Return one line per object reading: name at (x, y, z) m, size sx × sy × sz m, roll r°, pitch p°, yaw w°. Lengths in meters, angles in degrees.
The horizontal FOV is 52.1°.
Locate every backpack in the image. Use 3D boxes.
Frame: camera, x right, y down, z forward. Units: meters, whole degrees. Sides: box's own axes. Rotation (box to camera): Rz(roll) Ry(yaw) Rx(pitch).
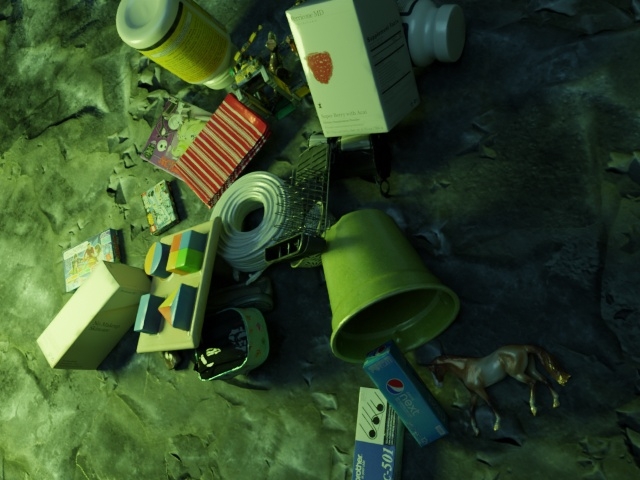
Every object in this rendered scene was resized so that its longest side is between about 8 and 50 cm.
backpack at (-0.207, 0.245, 1.577) m, size 0.188 × 0.144 × 0.165 m, roll -29°, pitch 64°, yaw 39°

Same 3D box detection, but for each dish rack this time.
dish rack at (-0.045, -0.085, 1.464) m, size 0.208 × 0.074 × 0.271 m, roll -19°, pitch 63°, yaw 60°

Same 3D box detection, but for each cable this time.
cable at (-0.168, -0.050, 1.644) m, size 0.257 × 0.089 × 0.257 m, roll -40°, pitch 52°, yaw 9°

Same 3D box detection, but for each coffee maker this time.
coffee maker at (0.065, -0.183, 1.549) m, size 0.178 × 0.120 × 0.171 m, roll -5°, pitch 76°, yaw 29°

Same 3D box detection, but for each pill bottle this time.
pill bottle at (-0.360, -0.535, 1.746) m, size 0.188 × 0.334 × 0.187 m, roll -8°, pitch 74°, yaw 27°
pill bottle at (0.193, -0.484, 1.531) m, size 0.265 × 0.153 × 0.153 m, roll 11°, pitch 84°, yaw 31°

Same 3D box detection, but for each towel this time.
towel at (-0.267, -0.245, 1.750) m, size 0.275 × 0.031 × 0.199 m, roll -50°, pitch 60°, yaw 10°

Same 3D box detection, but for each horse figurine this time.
horse figurine at (0.361, 0.276, 1.305) m, size 0.263 × 0.066 × 0.174 m, roll -28°, pitch 72°, yaw 23°

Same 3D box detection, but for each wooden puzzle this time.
wooden puzzle at (-0.377, 0.114, 1.645) m, size 0.348 × 0.081 × 0.321 m, roll -18°, pitch 59°, yaw 51°

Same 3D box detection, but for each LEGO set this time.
LEGO set at (-0.109, -0.472, 1.673) m, size 0.331 × 0.192 × 0.254 m, roll -23°, pitch 68°, yaw 23°

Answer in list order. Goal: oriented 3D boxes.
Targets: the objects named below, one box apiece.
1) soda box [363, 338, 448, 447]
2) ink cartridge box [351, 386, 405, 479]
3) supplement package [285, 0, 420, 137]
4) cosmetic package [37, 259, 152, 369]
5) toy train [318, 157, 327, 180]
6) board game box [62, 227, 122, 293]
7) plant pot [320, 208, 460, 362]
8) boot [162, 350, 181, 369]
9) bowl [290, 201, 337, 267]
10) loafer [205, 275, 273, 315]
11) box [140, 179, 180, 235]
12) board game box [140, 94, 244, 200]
soda box at (0.176, 0.311, 1.338) m, size 0.067 × 0.071 × 0.210 m, roll -34°, pitch 96°, yaw 17°
ink cartridge box at (0.128, 0.425, 1.409) m, size 0.097 × 0.046 × 0.207 m, roll 0°, pitch 78°, yaw 30°
supplement package at (0.078, -0.399, 1.441) m, size 0.178 × 0.175 × 0.292 m, roll 1°, pitch 122°, yaw 37°
cosmetic package at (-0.614, 0.211, 1.808) m, size 0.309 × 0.160 × 0.113 m, roll -48°, pitch 61°, yaw 12°
toy train at (0.001, -0.177, 1.516) m, size 0.017 × 0.024 × 0.083 m, roll -2°, pitch 103°, yaw 27°
board game box at (-0.682, 0.062, 1.953) m, size 0.201 × 0.035 × 0.136 m, roll -22°, pitch 68°, yaw 23°
plant pot at (0.117, 0.082, 1.396) m, size 0.276 × 0.276 × 0.253 m, roll -35°, pitch 52°, yaw 18°
boot at (-0.387, 0.276, 1.735) m, size 0.106 × 0.037 × 0.114 m, roll -45°, pitch 57°, yaw 27°
bowl at (0.000, 0.000, 1.548) m, size 0.170 × 0.080 × 0.170 m, roll -57°, pitch 18°, yaw 30°
loafer at (-0.238, 0.155, 1.665) m, size 0.268 × 0.096 × 0.084 m, roll -12°, pitch 52°, yaw 19°
box at (-0.457, -0.093, 1.870) m, size 0.094 × 0.027 × 0.137 m, roll -29°, pitch 65°, yaw 19°
board game box at (-0.344, -0.262, 1.840) m, size 0.347 × 0.056 × 0.208 m, roll 27°, pitch 96°, yaw 31°
